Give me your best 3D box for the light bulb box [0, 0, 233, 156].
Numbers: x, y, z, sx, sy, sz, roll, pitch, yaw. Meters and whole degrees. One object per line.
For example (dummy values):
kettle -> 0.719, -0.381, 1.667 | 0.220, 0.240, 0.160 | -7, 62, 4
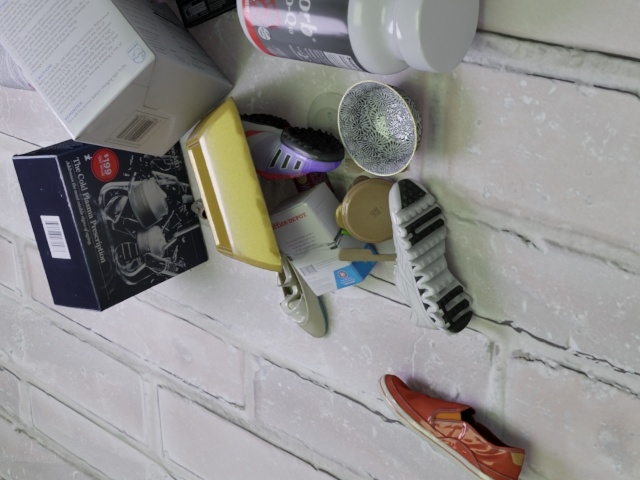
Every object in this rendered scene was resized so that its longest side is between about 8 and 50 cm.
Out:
light bulb box -> -0.410, -0.379, 1.892 | 0.225, 0.358, 0.361 | -41, 78, 13

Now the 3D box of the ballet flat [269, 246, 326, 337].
ballet flat -> -0.059, 0.097, 2.026 | 0.086, 0.086, 0.248 | -6, 106, 44

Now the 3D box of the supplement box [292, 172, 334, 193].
supplement box -> -0.019, -0.117, 1.912 | 0.055, 0.043, 0.083 | -20, 96, 45

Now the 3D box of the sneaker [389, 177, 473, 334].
sneaker -> 0.171, 0.033, 1.771 | 0.118, 0.110, 0.292 | -5, 106, 53

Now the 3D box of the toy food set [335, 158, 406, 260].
toy food set -> 0.094, -0.057, 1.806 | 0.132, 0.038, 0.192 | 3, 107, -6

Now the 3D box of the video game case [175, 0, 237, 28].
video game case -> -0.209, -0.562, 1.882 | 0.275, 0.035, 0.248 | -10, 103, 46

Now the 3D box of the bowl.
bowl -> 0.119, -0.204, 1.715 | 0.170, 0.080, 0.170 | 19, 122, 35

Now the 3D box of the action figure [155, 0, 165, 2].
action figure -> -0.351, -0.574, 1.730 | 0.276, 0.370, 0.248 | 9, 92, 54

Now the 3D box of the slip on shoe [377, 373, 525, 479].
slip on shoe -> 0.245, 0.344, 1.857 | 0.331, 0.123, 0.101 | 35, 98, 33

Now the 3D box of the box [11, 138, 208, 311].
box -> -0.448, -0.065, 2.144 | 0.179, 0.312, 0.343 | 3, 112, 42

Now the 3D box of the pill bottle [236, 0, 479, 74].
pill bottle -> 0.058, -0.381, 1.594 | 0.363, 0.210, 0.210 | 17, 120, 37

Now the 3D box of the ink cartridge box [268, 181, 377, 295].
ink cartridge box -> 0.000, 0.000, 1.890 | 0.139, 0.082, 0.191 | -21, 110, 46

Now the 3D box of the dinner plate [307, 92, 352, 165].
dinner plate -> 0.024, -0.207, 1.850 | 0.141, 0.017, 0.141 | 18, 120, 36

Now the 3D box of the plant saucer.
plant saucer -> -0.182, -0.094, 1.918 | 0.333, 0.081, 0.333 | -171, 64, -77

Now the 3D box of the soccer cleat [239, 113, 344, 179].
soccer cleat -> -0.062, -0.158, 1.851 | 0.318, 0.108, 0.116 | 25, 115, 50

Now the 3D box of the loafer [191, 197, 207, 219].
loafer -> -0.241, -0.063, 2.147 | 0.125, 0.039, 0.045 | 15, 120, 38

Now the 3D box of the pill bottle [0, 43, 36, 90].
pill bottle -> -0.689, -0.431, 2.301 | 0.283, 0.160, 0.160 | 13, 118, 38
